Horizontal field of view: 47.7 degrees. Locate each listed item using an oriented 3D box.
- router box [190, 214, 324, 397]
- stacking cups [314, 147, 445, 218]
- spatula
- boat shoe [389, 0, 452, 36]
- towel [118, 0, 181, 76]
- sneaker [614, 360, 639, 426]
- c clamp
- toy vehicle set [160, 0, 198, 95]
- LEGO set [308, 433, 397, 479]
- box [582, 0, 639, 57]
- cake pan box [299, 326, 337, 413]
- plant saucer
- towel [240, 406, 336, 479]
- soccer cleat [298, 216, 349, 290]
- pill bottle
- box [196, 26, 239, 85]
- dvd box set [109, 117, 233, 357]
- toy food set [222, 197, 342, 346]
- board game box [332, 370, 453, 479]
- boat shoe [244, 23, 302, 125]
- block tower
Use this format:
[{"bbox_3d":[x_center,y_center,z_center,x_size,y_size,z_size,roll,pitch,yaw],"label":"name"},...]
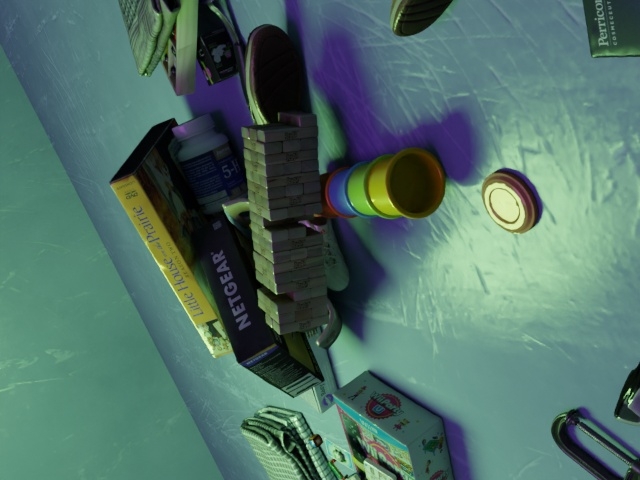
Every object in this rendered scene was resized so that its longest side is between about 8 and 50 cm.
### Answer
[{"bbox_3d":[-0.122,0.131,1.419,0.309,0.081,0.243,64,-172,33],"label":"router box"},{"bbox_3d":[0.063,-0.070,1.087,0.096,0.096,0.316,64,158,-9],"label":"stacking cups"},{"bbox_3d":[-0.156,-0.354,1.235,0.084,0.030,0.296,8,124,56],"label":"spatula"},{"bbox_3d":[0.118,-0.305,0.771,0.072,0.068,0.190,63,147,21],"label":"boat shoe"},{"bbox_3d":[-0.333,-0.486,1.290,0.324,0.056,0.312,-22,81,67],"label":"towel"},{"bbox_3d":[0.391,0.080,0.639,0.146,0.122,0.330,26,141,21],"label":"sneaker"},{"bbox_3d":[0.375,0.277,0.959,0.160,0.022,0.137,33,149,41],"label":"c clamp"},{"bbox_3d":[-0.258,-0.413,1.272,0.267,0.035,0.166,102,147,-46],"label":"toy vehicle set"},{"bbox_3d":[0.079,0.479,1.476,0.244,0.060,0.182,19,131,42],"label":"LEGO set"},{"bbox_3d":[0.289,-0.215,0.493,0.207,0.108,0.153,16,131,55],"label":"box"},{"bbox_3d":[-0.073,0.244,1.673,0.245,0.070,0.267,27,139,52],"label":"cake pan box"},{"bbox_3d":[0.229,-0.045,0.887,0.083,0.013,0.083,41,149,32],"label":"plant saucer"},{"bbox_3d":[-0.099,0.601,2.031,0.235,0.121,0.283,62,154,-7],"label":"towel"},{"bbox_3d":[0.000,0.000,1.289,0.196,0.068,0.076,64,151,-1],"label":"soccer cleat"},{"bbox_3d":[-0.225,-0.157,1.473,0.112,0.112,0.187,4,120,60],"label":"pill bottle"},{"bbox_3d":[-0.185,-0.327,1.292,0.062,0.052,0.083,-1,115,62],"label":"box"},{"bbox_3d":[-0.262,-0.012,1.498,0.308,0.062,0.420,-81,-31,-62],"label":"dvd box set"},{"bbox_3d":[-0.070,0.067,1.357,0.306,0.092,0.220,53,179,12],"label":"toy food set"},{"bbox_3d":[0.155,0.437,1.432,0.224,0.097,0.303,24,136,50],"label":"board game box"},{"bbox_3d":[-0.083,-0.229,1.168,0.095,0.095,0.257,42,150,44],"label":"boat shoe"},{"bbox_3d":[-0.054,-0.029,1.134,0.091,0.097,0.335,28,124,60],"label":"block tower"}]
